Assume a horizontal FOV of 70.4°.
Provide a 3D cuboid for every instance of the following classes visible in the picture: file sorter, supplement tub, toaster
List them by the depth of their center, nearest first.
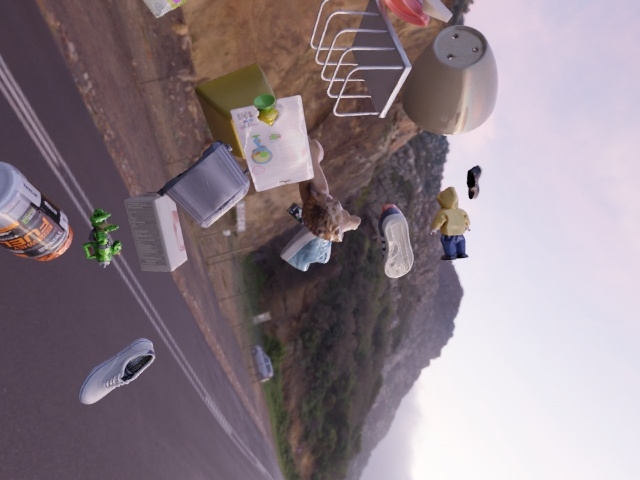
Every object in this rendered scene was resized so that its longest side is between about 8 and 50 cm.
[{"bbox_3d":[-0.537,-0.043,0.808,0.190,0.117,0.117,82,-10,-63],"label":"supplement tub"},{"bbox_3d":[-0.287,-0.135,1.150,0.146,0.227,0.129,50,2,-15],"label":"toaster"},{"bbox_3d":[0.095,-0.512,1.262,0.193,0.173,0.278,121,-43,-59],"label":"file sorter"}]

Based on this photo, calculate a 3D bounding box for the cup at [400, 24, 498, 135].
[{"bbox_3d":[0.436,-0.549,1.485,0.237,0.331,0.331,74,-2,-70],"label":"cup"}]

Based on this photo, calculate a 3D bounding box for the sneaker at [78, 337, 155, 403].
[{"bbox_3d":[-0.625,0.408,1.391,0.091,0.258,0.094,29,-22,52],"label":"sneaker"}]

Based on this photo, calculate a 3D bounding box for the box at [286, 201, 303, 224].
[{"bbox_3d":[-0.098,-0.117,1.954,0.083,0.052,0.062,42,-2,-18],"label":"box"}]

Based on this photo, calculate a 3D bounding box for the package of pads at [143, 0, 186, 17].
[{"bbox_3d":[-0.453,-0.721,1.114,0.297,0.101,0.229,63,5,29],"label":"package of pads"}]

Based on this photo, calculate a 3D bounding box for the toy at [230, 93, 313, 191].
[{"bbox_3d":[-0.096,-0.209,0.957,0.237,0.136,0.056,81,-5,-59],"label":"toy"}]

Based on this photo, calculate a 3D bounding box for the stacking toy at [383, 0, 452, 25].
[{"bbox_3d":[0.215,-0.688,1.127,0.309,0.130,0.279,29,13,-35],"label":"stacking toy"}]

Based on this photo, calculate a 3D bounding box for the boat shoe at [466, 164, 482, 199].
[{"bbox_3d":[0.501,-0.187,1.499,0.049,0.042,0.133,50,-21,41],"label":"boat shoe"}]

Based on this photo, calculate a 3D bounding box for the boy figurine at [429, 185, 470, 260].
[{"bbox_3d":[0.499,-0.064,1.761,0.092,0.177,0.285,179,-99,-73],"label":"boy figurine"}]

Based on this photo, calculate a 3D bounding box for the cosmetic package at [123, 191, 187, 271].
[{"bbox_3d":[-0.649,-0.037,1.801,0.129,0.153,0.296,-52,140,-64],"label":"cosmetic package"}]

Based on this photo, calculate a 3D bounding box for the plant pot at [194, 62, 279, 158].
[{"bbox_3d":[-0.219,-0.367,1.360,0.187,0.212,0.212,51,-18,40],"label":"plant pot"}]

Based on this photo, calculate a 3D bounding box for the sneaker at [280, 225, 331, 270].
[{"bbox_3d":[0.000,0.000,1.702,0.150,0.135,0.366,39,-42,-12],"label":"sneaker"}]

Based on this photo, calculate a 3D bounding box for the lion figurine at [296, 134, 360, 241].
[{"bbox_3d":[-0.017,-0.164,1.277,0.240,0.142,0.392,72,-4,-76],"label":"lion figurine"}]

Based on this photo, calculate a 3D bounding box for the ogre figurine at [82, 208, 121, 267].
[{"bbox_3d":[-0.626,-0.006,1.297,0.197,0.096,0.118,29,-60,35],"label":"ogre figurine"}]

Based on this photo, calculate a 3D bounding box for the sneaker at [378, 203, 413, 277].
[{"bbox_3d":[0.306,-0.002,1.885,0.148,0.131,0.350,-102,-176,-49],"label":"sneaker"}]
